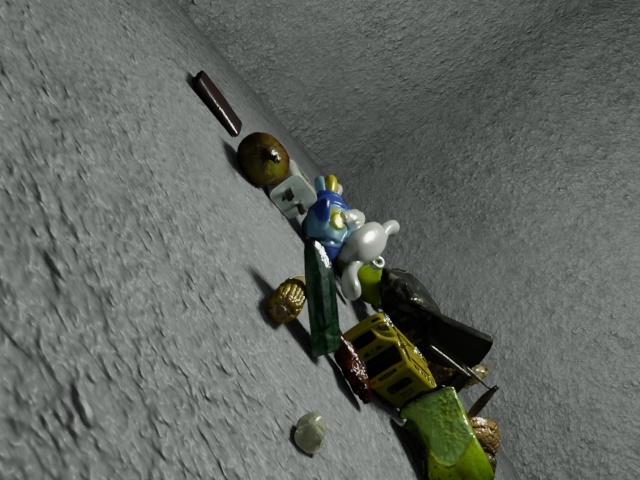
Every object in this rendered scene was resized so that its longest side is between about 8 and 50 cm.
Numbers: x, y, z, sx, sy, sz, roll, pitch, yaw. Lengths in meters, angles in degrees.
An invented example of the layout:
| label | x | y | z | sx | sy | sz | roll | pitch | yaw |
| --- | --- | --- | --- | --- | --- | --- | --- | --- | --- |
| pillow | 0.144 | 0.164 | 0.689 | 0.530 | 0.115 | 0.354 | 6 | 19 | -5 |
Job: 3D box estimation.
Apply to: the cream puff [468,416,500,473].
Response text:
| label | x | y | z | sx | sy | sz | roll | pitch | yaw |
| --- | --- | --- | --- | --- | --- | --- | --- | --- | --- |
| cream puff | 0.455 | 0.630 | 1.768 | 0.183 | 0.183 | 0.168 | 46 | 27 | -46 |

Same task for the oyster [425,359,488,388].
| label | x | y | z | sx | sy | sz | roll | pitch | yaw |
| --- | --- | --- | --- | --- | --- | --- | --- | --- | --- |
| oyster | 0.384 | 0.390 | 2.111 | 0.396 | 0.204 | 0.111 | 39 | -5 | 29 |

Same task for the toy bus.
| label | x | y | z | sx | sy | sz | roll | pitch | yaw |
| --- | --- | --- | --- | --- | --- | --- | --- | --- | --- |
| toy bus | 0.176 | 0.311 | 1.503 | 0.331 | 0.145 | 0.151 | 46 | 13 | -48 |

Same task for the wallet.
| label | x | y | z | sx | sy | sz | roll | pitch | yaw |
| --- | --- | --- | --- | --- | --- | --- | --- | --- | --- |
| wallet | -0.343 | -0.458 | 2.016 | 0.229 | 0.049 | 0.182 | 53 | 8 | -23 |

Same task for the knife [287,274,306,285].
| label | x | y | z | sx | sy | sz | roll | pitch | yaw |
| --- | --- | --- | --- | --- | --- | --- | --- | --- | --- |
| knife | -0.032 | 0.112 | 1.555 | 0.046 | 0.022 | 0.256 | 66 | 16 | 14 |

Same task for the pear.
| label | x | y | z | sx | sy | sz | roll | pitch | yaw |
| --- | --- | --- | --- | --- | --- | --- | --- | --- | --- |
| pear | 0.315 | 0.515 | 1.450 | 0.238 | 0.164 | 0.255 | 60 | 7 | -49 |

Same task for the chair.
| label | x | y | z | sx | sy | sz | roll | pitch | yaw |
| --- | --- | --- | --- | --- | --- | --- | --- | --- | --- |
| chair | 0.393 | 0.449 | 1.839 | 0.272 | 0.188 | 0.166 | 38 | 7 | 7 |

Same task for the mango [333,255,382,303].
| label | x | y | z | sx | sy | sz | roll | pitch | yaw |
| --- | --- | --- | --- | --- | --- | --- | --- | --- | --- |
| mango | 0.144 | 0.098 | 2.156 | 0.272 | 0.149 | 0.185 | 60 | 2 | 11 |

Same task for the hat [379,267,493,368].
| label | x | y | z | sx | sy | sz | roll | pitch | yaw |
| --- | --- | --- | --- | --- | --- | --- | --- | --- | --- |
| hat | 0.375 | 0.247 | 1.998 | 0.366 | 0.382 | 0.257 | 93 | 7 | -54 |

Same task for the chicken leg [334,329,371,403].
| label | x | y | z | sx | sy | sz | roll | pitch | yaw |
| --- | --- | --- | --- | --- | --- | --- | --- | --- | --- |
| chicken leg | 0.060 | 0.261 | 1.320 | 0.205 | 0.053 | 0.093 | 58 | -4 | 23 |

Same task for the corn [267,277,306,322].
| label | x | y | z | sx | sy | sz | roll | pitch | yaw |
| --- | --- | --- | --- | --- | --- | --- | --- | --- | --- |
| corn | -0.063 | 0.117 | 1.217 | 0.068 | 0.068 | 0.207 | 54 | 9 | -2 |

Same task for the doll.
| label | x | y | z | sx | sy | sz | roll | pitch | yaw |
| --- | --- | --- | --- | --- | --- | --- | --- | --- | --- |
| doll | 0.068 | -0.028 | 2.002 | 0.366 | 0.187 | 0.376 | 42 | 30 | -4 |

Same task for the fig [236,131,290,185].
| label | x | y | z | sx | sy | sz | roll | pitch | yaw |
| --- | --- | --- | --- | --- | --- | --- | --- | --- | --- |
| fig | -0.160 | -0.238 | 1.765 | 0.170 | 0.146 | 0.274 | 52 | -6 | -13 |

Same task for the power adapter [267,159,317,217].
| label | x | y | z | sx | sy | sz | roll | pitch | yaw |
| --- | --- | --- | --- | --- | --- | --- | --- | --- | --- |
| power adapter | -0.090 | -0.150 | 1.919 | 0.130 | 0.125 | 0.205 | 50 | 9 | -32 |

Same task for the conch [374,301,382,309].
| label | x | y | z | sx | sy | sz | roll | pitch | yaw |
| --- | --- | --- | --- | --- | --- | --- | --- | --- | --- |
| conch | 0.234 | 0.229 | 2.393 | 0.095 | 0.079 | 0.201 | 39 | -6 | -12 |

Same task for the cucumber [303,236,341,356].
| label | x | y | z | sx | sy | sz | roll | pitch | yaw |
| --- | --- | --- | --- | --- | --- | --- | --- | --- | --- |
| cucumber | 0.002 | 0.111 | 1.264 | 0.115 | 0.063 | 0.243 | -18 | 101 | -88 |

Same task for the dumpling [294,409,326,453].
| label | x | y | z | sx | sy | sz | roll | pitch | yaw |
| --- | --- | --- | --- | --- | --- | --- | --- | --- | --- |
| dumpling | -0.012 | 0.292 | 0.912 | 0.077 | 0.043 | 0.059 | -25 | 102 | -85 |
